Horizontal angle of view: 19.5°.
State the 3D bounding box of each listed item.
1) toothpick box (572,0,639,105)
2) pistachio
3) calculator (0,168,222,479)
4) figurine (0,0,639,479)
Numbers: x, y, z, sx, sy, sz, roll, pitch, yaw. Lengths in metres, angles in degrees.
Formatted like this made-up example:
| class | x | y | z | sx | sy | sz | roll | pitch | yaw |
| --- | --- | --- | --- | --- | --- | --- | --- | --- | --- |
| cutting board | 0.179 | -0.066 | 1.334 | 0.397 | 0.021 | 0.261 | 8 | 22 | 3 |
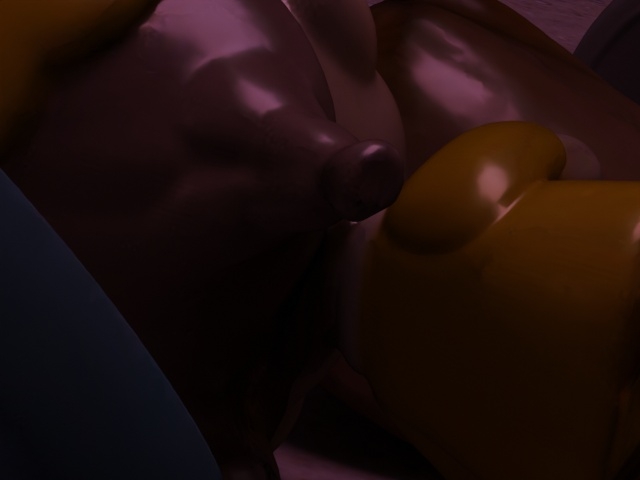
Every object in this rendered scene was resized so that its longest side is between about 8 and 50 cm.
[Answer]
| class | x | y | z | sx | sy | sz | roll | pitch | yaw |
| --- | --- | --- | --- | --- | --- | --- | --- | --- | --- |
| toothpick box | 0.294 | -0.027 | 0.993 | 0.316 | 0.229 | 0.229 | -1 | 21 | -45 |
| pistachio | 0.085 | 0.013 | 0.771 | 0.260 | 0.163 | 0.213 | 33 | 57 | 2 |
| calculator | -0.192 | -0.031 | 0.412 | 0.256 | 0.054 | 0.386 | 4 | -34 | 32 |
| figurine | 0.000 | 0.000 | 0.582 | 0.343 | 0.215 | 0.187 | 14 | 19 | 18 |
